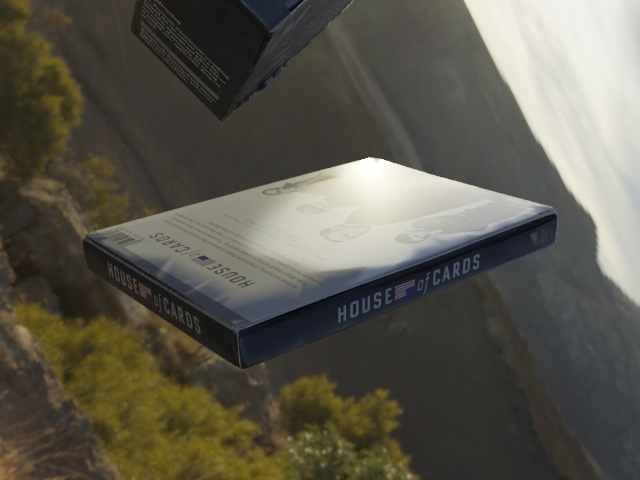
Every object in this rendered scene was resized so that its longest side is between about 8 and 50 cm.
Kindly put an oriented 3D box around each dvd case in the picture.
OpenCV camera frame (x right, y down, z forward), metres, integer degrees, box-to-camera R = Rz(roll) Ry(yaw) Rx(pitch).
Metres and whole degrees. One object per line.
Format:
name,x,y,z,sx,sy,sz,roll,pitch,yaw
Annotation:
dvd case,0.000,0.000,0.589,0.179,0.238,0.030,23,-56,49

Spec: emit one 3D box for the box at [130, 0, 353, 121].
box,-0.027,-0.176,0.585,0.093,0.156,0.158,45,-19,-4
